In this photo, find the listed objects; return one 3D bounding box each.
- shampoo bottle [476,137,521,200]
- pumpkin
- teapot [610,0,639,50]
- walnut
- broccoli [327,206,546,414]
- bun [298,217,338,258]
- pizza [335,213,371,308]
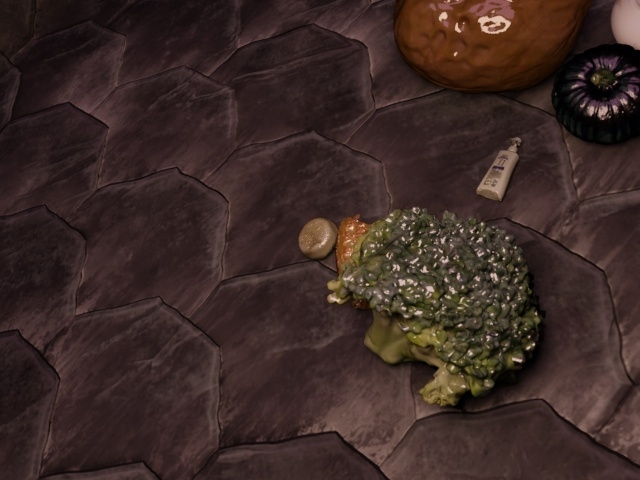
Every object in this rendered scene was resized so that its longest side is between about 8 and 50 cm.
[{"bbox_3d":[0.345,-0.138,1.390,0.049,0.034,0.141,15,65,39],"label":"shampoo bottle"},{"bbox_3d":[0.519,-0.265,1.333,0.194,0.150,0.194,1,52,-1],"label":"pumpkin"},{"bbox_3d":[0.662,-0.423,1.377,0.298,0.139,0.204,-31,49,6],"label":"teapot"},{"bbox_3d":[0.327,-0.464,1.450,0.398,0.308,0.353,13,98,31],"label":"walnut"},{"bbox_3d":[0.170,0.120,1.155,0.348,0.281,0.293,6,61,-20],"label":"broccoli"},{"bbox_3d":[0.000,0.000,1.440,0.086,0.055,0.086,-22,49,28],"label":"bun"},{"bbox_3d":[0.127,0.032,1.359,0.199,0.062,0.188,-8,67,12],"label":"pizza"}]
